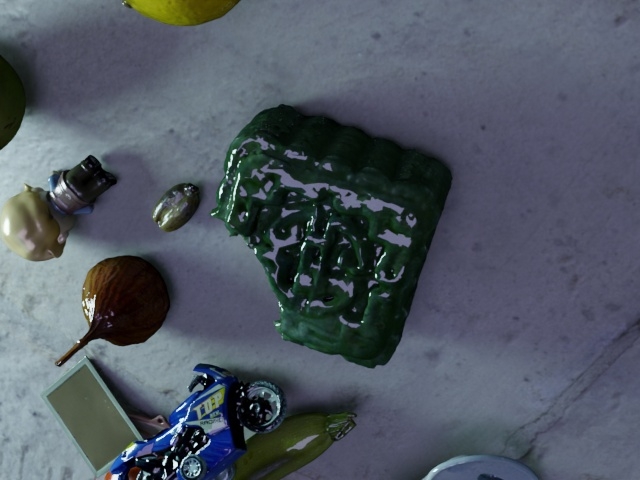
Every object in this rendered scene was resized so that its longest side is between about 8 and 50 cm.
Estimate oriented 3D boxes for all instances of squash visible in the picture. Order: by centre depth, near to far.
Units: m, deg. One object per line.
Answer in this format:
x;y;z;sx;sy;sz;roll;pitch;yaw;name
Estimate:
-0.074;0.348;1.489;0.341;0.094;0.094;-37;100;29;squash

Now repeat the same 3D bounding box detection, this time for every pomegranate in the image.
-0.525;-0.217;1.331;0.179;0.210;0.179;-9;142;-7;pomegranate

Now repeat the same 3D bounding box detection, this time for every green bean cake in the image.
0.000;0.000;1.265;0.300;0.169;0.308;19;119;7;green bean cake

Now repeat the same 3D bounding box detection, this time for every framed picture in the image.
-0.397;0.309;1.580;0.142;0.011;0.183;-38;85;27;framed picture

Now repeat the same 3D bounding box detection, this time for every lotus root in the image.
-0.214;-0.053;1.366;0.054;0.049;0.099;47;118;1;lotus root

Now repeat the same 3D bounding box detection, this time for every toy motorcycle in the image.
-0.201;0.308;1.459;0.315;0.113;0.169;-40;65;7;toy motorcycle

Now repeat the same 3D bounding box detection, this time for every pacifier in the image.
0.223;0.459;1.382;0.238;0.226;0.287;34;121;-22;pacifier

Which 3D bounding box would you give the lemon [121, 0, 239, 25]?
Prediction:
-0.168;-0.369;1.131;0.192;0.192;0.231;45;111;-7;lemon

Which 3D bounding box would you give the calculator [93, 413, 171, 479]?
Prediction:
-0.298;0.447;1.622;0.220;0.048;0.330;16;114;10;calculator

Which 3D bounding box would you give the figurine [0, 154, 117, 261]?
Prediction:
-0.409;-0.054;1.405;0.196;0.108;0.114;-42;108;9;figurine

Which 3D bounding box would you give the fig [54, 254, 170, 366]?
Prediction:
-0.328;0.112;1.393;0.134;0.201;0.146;-20;101;33;fig

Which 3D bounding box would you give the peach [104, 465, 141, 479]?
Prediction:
-0.313;0.421;1.541;0.100;0.101;0.101;6;115;13;peach
